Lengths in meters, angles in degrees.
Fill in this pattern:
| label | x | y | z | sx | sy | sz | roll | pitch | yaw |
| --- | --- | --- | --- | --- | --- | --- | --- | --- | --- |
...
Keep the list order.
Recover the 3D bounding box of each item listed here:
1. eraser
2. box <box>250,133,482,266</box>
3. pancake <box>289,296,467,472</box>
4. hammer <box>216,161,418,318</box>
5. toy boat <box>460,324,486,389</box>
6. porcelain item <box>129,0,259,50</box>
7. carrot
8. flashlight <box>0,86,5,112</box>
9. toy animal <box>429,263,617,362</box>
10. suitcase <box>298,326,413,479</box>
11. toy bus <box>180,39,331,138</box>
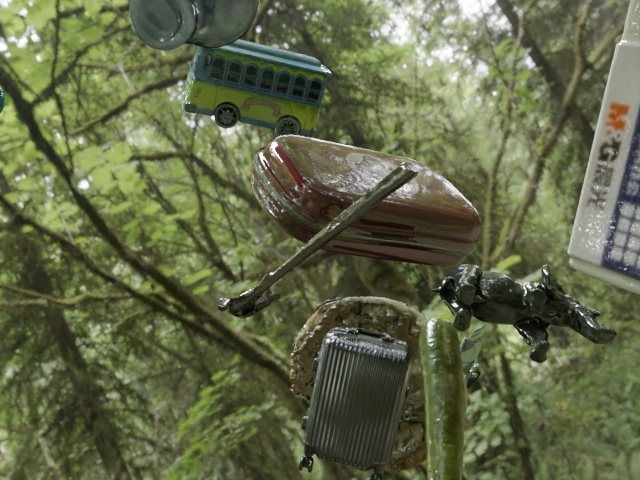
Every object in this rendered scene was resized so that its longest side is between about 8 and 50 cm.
| label | x | y | z | sx | sy | sz | roll | pitch | yaw |
| --- | --- | --- | --- | --- | --- | --- | --- | --- | --- |
| eraser | 0.332 | -0.089 | 0.685 | 0.081 | 0.278 | 0.124 | 0 | 16 | -33 |
| box | 0.082 | -0.067 | 1.201 | 0.404 | 0.263 | 0.108 | 7 | -59 | -34 |
| pancake | 0.100 | 0.289 | 1.478 | 0.382 | 0.382 | 0.071 | -35 | -10 | 24 |
| hammer | 0.000 | 0.001 | 0.919 | 0.297 | 0.027 | 0.125 | -40 | -14 | 10 |
| toy boat | 0.322 | 0.296 | 1.732 | 0.221 | 0.067 | 0.291 | -19 | -42 | -30 |
| porcelain item | -0.172 | -0.337 | 1.033 | 0.141 | 0.141 | 0.259 | -35 | 10 | 26 |
| carrot | 0.198 | 0.277 | 1.180 | 0.074 | 0.358 | 0.074 | 3 | -44 | 3 |
| flashlight | -0.395 | -0.158 | 0.846 | 0.051 | 0.051 | 0.129 | -23 | 11 | -22 |
| toy animal | 0.278 | 0.087 | 1.001 | 0.114 | 0.245 | 0.146 | -66 | -6 | 12 |
| suitcase | 0.032 | 0.142 | 0.637 | 0.086 | 0.126 | 0.059 | 12 | 9 | 7 |
| toy bus | -0.152 | -0.353 | 1.675 | 0.312 | 0.152 | 0.190 | 9 | -69 | -16 |
